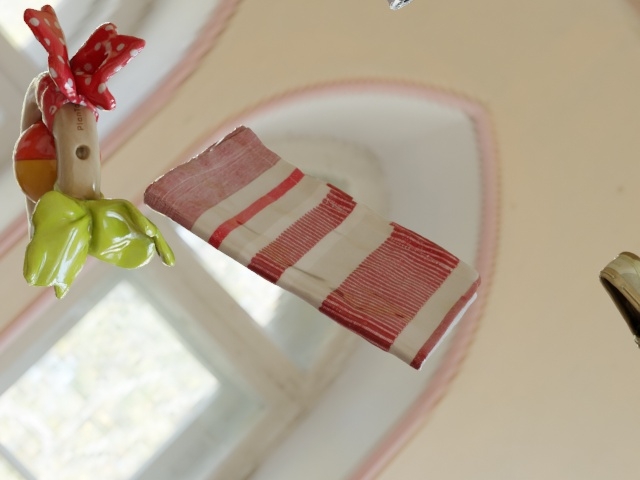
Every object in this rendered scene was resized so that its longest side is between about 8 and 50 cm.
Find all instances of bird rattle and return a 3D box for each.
[{"bbox_3d":[-0.233,-0.078,1.605,0.207,0.143,0.254,-9,-86,64],"label":"bird rattle"}]

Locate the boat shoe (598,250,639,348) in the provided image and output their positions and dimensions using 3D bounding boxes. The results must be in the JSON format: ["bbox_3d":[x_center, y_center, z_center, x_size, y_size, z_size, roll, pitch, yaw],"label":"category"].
[{"bbox_3d":[0.346,0.087,1.957,0.056,0.048,0.153,4,-55,58],"label":"boat shoe"}]

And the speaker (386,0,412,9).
[{"bbox_3d":[0.086,-0.391,2.550,0.136,0.055,0.055,58,-17,15],"label":"speaker"}]

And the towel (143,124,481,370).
[{"bbox_3d":[0.000,0.000,1.893,0.329,0.237,0.037,31,-64,8],"label":"towel"}]
